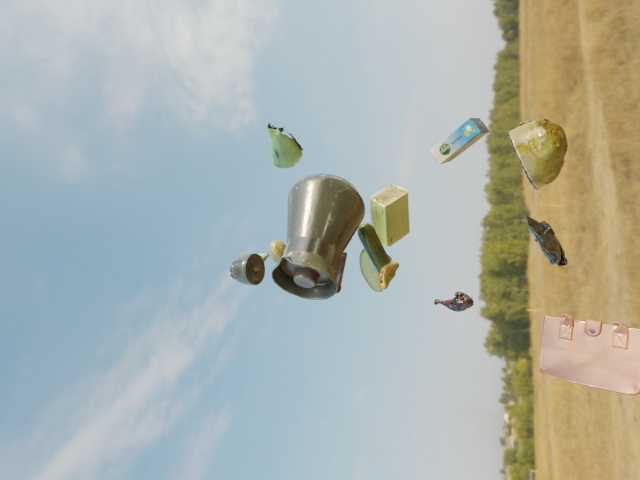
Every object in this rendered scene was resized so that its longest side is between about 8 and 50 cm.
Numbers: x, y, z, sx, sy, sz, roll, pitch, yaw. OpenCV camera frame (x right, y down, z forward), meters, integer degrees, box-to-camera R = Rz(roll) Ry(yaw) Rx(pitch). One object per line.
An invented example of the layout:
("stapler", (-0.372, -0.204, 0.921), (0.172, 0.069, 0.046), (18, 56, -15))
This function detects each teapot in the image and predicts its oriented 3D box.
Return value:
("teapot", (-0.259, 0.087, 1.604), (0.111, 0.108, 0.149), (50, -134, -45))
("teapot", (0.000, 0.000, 1.418), (0.300, 0.253, 0.344), (50, -135, -40))

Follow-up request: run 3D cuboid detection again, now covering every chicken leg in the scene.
("chicken leg", (0.567, 0.260, 1.916), (0.048, 0.219, 0.089), (-41, -89, -25))

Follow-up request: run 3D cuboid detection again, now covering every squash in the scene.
("squash", (0.212, 0.118, 1.948), (0.252, 0.093, 0.170), (29, -105, -61))
("squash", (0.195, 0.040, 1.589), (0.229, 0.066, 0.066), (60, -148, -13))

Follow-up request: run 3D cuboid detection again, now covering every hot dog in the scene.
("hot dog", (0.177, 0.089, 1.221), (0.034, 0.030, 0.090), (42, -113, -19))

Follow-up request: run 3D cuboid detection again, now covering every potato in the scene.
("potato", (0.949, -0.370, 1.929), (0.300, 0.196, 0.247), (51, -144, -25))

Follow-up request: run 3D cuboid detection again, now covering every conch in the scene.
("conch", (-0.165, -0.448, 2.188), (0.137, 0.143, 0.251), (-32, -32, -28))

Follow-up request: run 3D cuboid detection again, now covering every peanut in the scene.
("peanut", (-0.171, 0.090, 2.220), (0.214, 0.098, 0.090), (48, -166, -5))

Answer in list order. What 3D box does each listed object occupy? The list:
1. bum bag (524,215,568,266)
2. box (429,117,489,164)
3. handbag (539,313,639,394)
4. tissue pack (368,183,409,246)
("bum bag", (0.701, -0.001, 1.409), (0.248, 0.060, 0.123), (27, -136, -49))
("box", (0.540, -0.387, 1.771), (0.139, 0.194, 0.073), (-23, -103, -53))
("handbag", (0.631, 0.258, 1.063), (0.059, 0.212, 0.158), (14, -97, -52))
("tissue pack", (0.318, -0.113, 2.088), (0.159, 0.125, 0.234), (-31, -49, -27))
